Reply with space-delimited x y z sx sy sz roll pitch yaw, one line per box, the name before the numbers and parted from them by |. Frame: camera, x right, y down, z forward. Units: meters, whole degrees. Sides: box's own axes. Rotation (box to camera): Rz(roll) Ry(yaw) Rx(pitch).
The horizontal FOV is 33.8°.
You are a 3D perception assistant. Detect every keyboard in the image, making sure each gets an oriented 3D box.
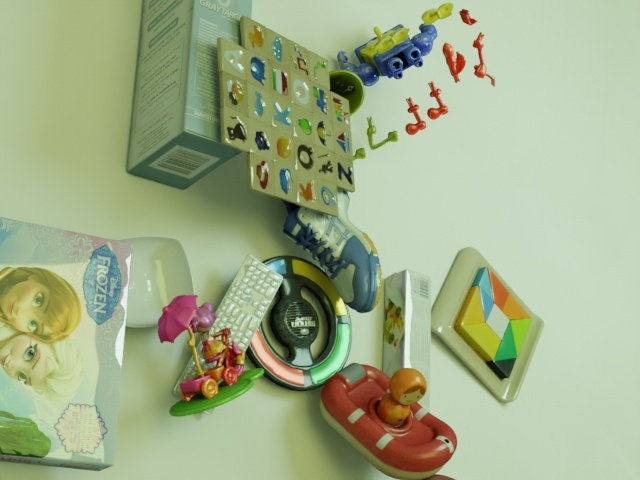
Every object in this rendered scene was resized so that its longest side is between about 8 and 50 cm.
keyboard | -0.142 0.144 1.648 0.072 0.014 0.256 33 66 -11

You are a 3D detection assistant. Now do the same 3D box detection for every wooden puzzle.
wooden puzzle | 0.327 0.158 2.029 0.239 0.044 0.221 43 52 -17

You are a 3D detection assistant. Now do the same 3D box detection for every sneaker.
sneaker | 0.000 0.000 1.776 0.131 0.112 0.296 -1 51 -34

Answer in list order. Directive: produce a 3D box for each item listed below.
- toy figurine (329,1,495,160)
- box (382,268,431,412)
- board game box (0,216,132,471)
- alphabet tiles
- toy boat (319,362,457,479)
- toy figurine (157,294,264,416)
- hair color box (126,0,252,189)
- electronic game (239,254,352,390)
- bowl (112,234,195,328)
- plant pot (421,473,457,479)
toy figurine | 0.124 -0.314 2.005 0.363 0.217 0.191 -31 113 1
box | 0.151 0.211 1.855 0.067 0.063 0.324 18 62 -31
board game box | -0.417 0.129 1.392 0.318 0.066 0.318 12 67 -29
alphabet tiles | -0.048 -0.193 1.690 0.342 0.011 0.285 17 65 -53
toy boat | 0.121 0.266 1.684 0.231 0.151 0.151 40 34 19
toy figurine | -0.171 0.152 1.550 0.173 0.130 0.159 -25 98 -51
hair color box | -0.206 -0.292 1.690 0.114 0.185 0.374 17 63 -34
electronic game | -0.041 0.135 1.744 0.229 0.048 0.229 15 64 -34
bowl | -0.266 0.066 1.590 0.142 0.053 0.142 -3 75 -39
plant pot | 0.124 0.495 1.609 0.265 0.272 0.272 -17 84 -49
